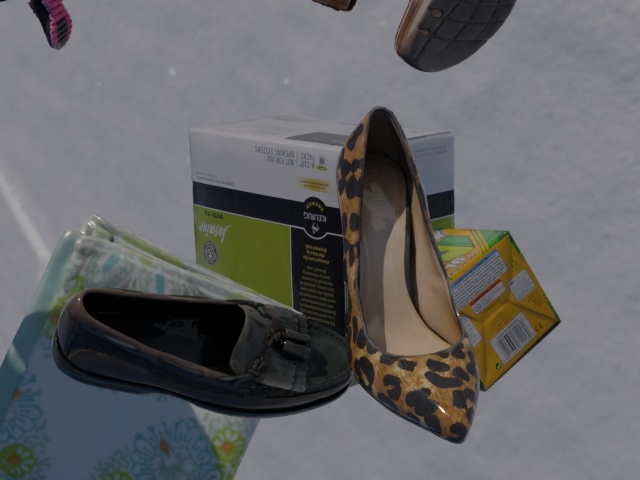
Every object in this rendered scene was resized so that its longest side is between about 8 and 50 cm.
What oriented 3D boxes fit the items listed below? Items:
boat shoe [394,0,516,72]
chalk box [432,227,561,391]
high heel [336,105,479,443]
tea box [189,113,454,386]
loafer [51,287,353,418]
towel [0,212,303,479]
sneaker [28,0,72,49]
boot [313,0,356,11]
[{"bbox_3d":[0.188,-0.353,1.519,0.123,0.324,0.116,38,173,-39],"label":"boat shoe"},{"bbox_3d":[0.141,0.072,1.393,0.132,0.132,0.213,57,158,-17],"label":"chalk box"},{"bbox_3d":[0.066,0.021,0.952,0.261,0.093,0.186,-116,21,-55],"label":"high heel"},{"bbox_3d":[0.000,0.000,1.728,0.329,0.220,0.323,13,109,46],"label":"tea box"},{"bbox_3d":[-0.091,0.091,1.041,0.084,0.268,0.096,117,155,-52],"label":"loafer"},{"bbox_3d":[-0.233,0.192,1.512,0.321,0.374,0.090,24,176,-2],"label":"towel"},{"bbox_3d":[-0.412,-0.344,1.829,0.057,0.047,0.119,15,129,28],"label":"sneaker"},{"bbox_3d":[-0.022,-0.375,1.688,0.152,0.197,0.073,29,101,6],"label":"boot"}]
